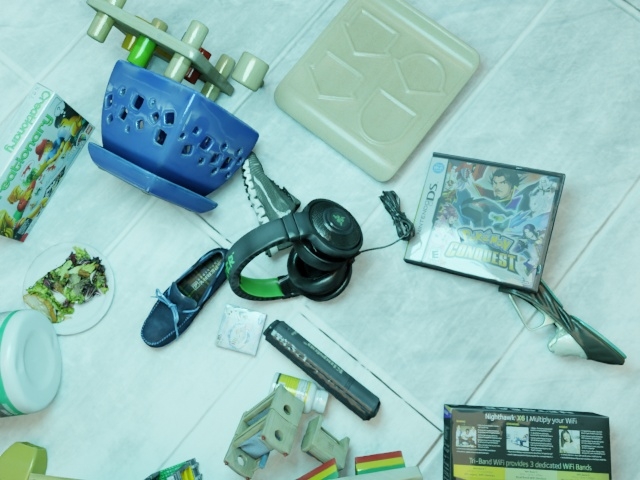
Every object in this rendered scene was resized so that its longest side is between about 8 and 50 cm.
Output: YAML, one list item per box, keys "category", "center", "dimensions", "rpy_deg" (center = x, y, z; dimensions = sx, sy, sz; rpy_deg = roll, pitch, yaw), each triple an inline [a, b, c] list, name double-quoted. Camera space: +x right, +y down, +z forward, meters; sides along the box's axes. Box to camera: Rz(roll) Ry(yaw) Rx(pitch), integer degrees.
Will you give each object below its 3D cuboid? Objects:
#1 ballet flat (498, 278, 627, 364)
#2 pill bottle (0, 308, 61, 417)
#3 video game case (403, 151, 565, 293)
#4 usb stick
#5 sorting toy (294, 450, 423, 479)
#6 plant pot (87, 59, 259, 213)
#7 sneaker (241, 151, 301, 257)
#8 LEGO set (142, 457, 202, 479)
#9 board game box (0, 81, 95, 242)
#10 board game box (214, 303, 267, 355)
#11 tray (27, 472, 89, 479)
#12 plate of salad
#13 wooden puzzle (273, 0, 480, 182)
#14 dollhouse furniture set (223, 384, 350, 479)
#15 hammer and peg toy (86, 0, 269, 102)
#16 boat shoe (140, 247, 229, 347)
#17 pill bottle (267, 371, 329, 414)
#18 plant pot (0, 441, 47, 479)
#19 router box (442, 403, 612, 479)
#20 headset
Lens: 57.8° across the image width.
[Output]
- category: "ballet flat"
  center: [0.475, 0.167, 1.173]
  dimensions: [0.096, 0.095, 0.280]
  rpy_deg: [-45, 72, 4]
- category: "pill bottle"
  center: [-0.725, 0.257, 1.133]
  dimensions: [0.361, 0.204, 0.204]
  rpy_deg: [-8, 80, 1]
- category: "video game case"
  center: [0.334, -0.043, 1.196]
  dimensions: [0.274, 0.035, 0.248]
  rpy_deg: [13, 80, 22]
- category: "usb stick"
  center: [0.004, 0.260, 1.175]
  dimensions: [0.278, 0.077, 0.045]
  rpy_deg: [38, 111, 8]
- category: "sorting toy"
  center: [0.051, 0.506, 1.073]
  dimensions: [0.255, 0.089, 0.257]
  rpy_deg: [-7, 120, -5]
- category: "plant pot"
  center: [-0.301, -0.193, 1.162]
  dimensions: [0.236, 0.236, 0.212]
  rpy_deg: [25, 90, 27]
- category: "sneaker"
  center: [-0.100, -0.087, 1.239]
  dimensions: [0.106, 0.078, 0.234]
  rpy_deg: [-17, 81, -7]
- category: "LEGO set"
  center: [-0.338, 0.559, 1.074]
  dimensions: [0.331, 0.192, 0.255]
  rpy_deg: [-12, 80, 0]
- category: "board game box"
  center: [-0.606, -0.153, 1.203]
  dimensions: [0.053, 0.193, 0.305]
  rpy_deg: [28, 83, 6]
- category: "board game box"
  center: [-0.167, 0.187, 1.219]
  dimensions: [0.090, 0.020, 0.090]
  rpy_deg: [15, 81, 5]
- category: "tray"
  center: [-0.299, 0.524, 0.968]
  dimensions: [0.410, 0.076, 0.203]
  rpy_deg: [17, 100, -21]
- category: "plate of salad"
  center: [-0.540, 0.099, 1.232]
  dimensions: [0.199, 0.048, 0.200]
  rpy_deg: [0, 80, 2]
- category: "wooden puzzle"
  center: [0.121, -0.347, 1.277]
  dimensions: [0.322, 0.080, 0.348]
  rpy_deg: [38, 88, 8]
- category: "dollhouse furniture set"
  center: [-0.062, 0.404, 1.112]
  dimensions: [0.183, 0.129, 0.129]
  rpy_deg: [41, 121, -11]
- category: "hammer and peg toy"
  center: [-0.274, -0.369, 1.203]
  dimensions: [0.361, 0.266, 0.127]
  rpy_deg: [29, 92, 7]
- category: "boat shoe"
  center: [-0.287, 0.108, 1.201]
  dimensions: [0.109, 0.089, 0.258]
  rpy_deg: [35, 83, 7]
- category: "pill bottle"
  center: [-0.044, 0.313, 1.171]
  dimensions: [0.116, 0.065, 0.065]
  rpy_deg: [16, 81, 4]
- category: "plant pot"
  center: [-0.597, 0.451, 1.160]
  dimensions: [0.081, 0.081, 0.083]
  rpy_deg: [17, 71, 5]
- category: "router box"
  center: [0.396, 0.453, 1.125]
  dimensions: [0.308, 0.081, 0.243]
  rpy_deg: [3, 81, 2]
- category: "headset"
  center: [0.000, 0.000, 1.156]
  dimensions: [0.394, 0.243, 0.185]
  rpy_deg: [-11, 60, -15]
